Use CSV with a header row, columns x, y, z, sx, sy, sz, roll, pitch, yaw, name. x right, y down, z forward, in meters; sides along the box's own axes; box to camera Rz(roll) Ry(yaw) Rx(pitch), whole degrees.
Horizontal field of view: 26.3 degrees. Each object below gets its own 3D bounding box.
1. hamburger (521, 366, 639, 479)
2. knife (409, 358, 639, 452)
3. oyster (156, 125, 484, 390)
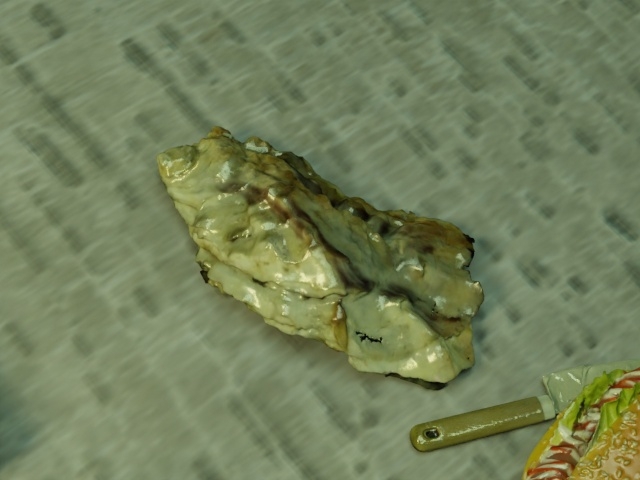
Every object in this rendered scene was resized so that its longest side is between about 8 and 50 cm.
x,y,z,sx,sy,sz,roll,pitch,yaw,name
0.270,0.209,1.183,0.210,0.116,0.173,-39,74,-25,hamburger
0.221,0.143,1.272,0.298,0.017,0.047,-11,56,-13,knife
-0.001,0.000,1.278,0.354,0.107,0.201,23,56,6,oyster
